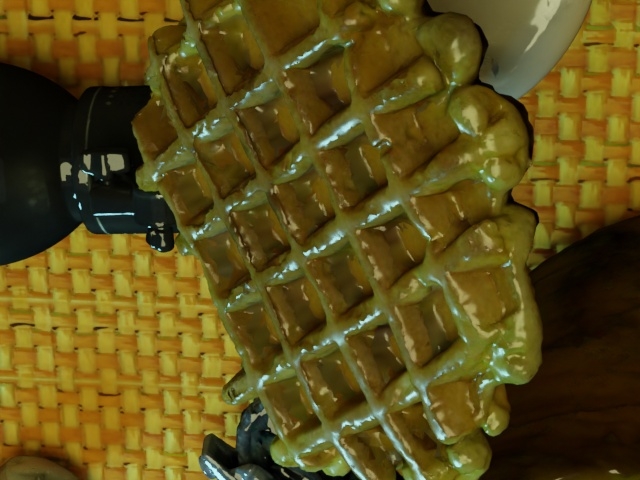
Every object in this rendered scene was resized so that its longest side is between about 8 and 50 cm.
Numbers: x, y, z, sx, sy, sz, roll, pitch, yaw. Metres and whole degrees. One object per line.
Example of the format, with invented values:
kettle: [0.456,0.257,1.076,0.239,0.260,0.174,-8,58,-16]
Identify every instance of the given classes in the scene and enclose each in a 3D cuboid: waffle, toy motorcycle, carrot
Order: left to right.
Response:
waffle: [-0.002,-0.010,0.853,0.282,0.058,0.300,4,109,48]
toy motorcycle: [0.006,0.232,1.169,0.159,0.106,0.270,-34,107,12]
carrot: [0.190,0.143,1.008,0.241,0.340,0.241,11,125,17]

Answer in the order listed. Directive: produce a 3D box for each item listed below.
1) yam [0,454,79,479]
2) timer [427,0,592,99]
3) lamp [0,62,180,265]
yam: [-0.317,0.283,1.251,0.081,0.081,0.357,44,109,-9]
timer: [0.047,-0.168,0.935,0.234,0.240,0.233,3,111,8]
lamp: [-0.131,-0.048,1.047,0.227,0.172,0.147,-1,109,10]
